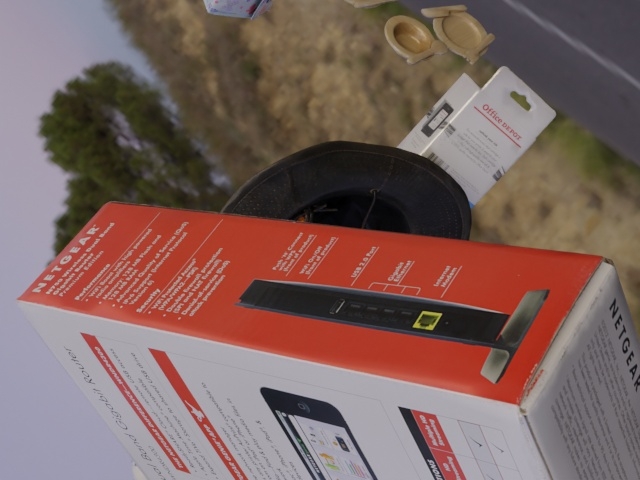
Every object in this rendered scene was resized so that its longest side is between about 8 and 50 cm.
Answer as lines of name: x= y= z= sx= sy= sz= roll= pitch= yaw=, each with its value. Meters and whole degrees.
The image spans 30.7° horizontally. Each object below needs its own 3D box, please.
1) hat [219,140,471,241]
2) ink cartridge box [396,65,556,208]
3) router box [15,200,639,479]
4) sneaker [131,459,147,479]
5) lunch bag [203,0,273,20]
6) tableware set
hat: x=0.000 y=0.000 z=1.342 sx=0.331 sy=0.331 sz=0.134 roll=36 pitch=-169 yaw=-37
ink cartridge box: x=0.177 y=-0.120 z=1.375 sx=0.104 sy=0.180 sz=0.060 roll=37 pitch=-167 yaw=-27
router box: x=0.039 y=0.138 z=0.607 sx=0.301 sy=0.082 sz=0.335 roll=8 pitch=138 yaw=40
sneaker: x=-0.060 y=0.297 z=1.176 sx=0.281 sy=0.162 sz=0.106 roll=9 pitch=173 yaw=-13
lunch bag: x=-0.074 y=-0.270 z=1.220 sx=0.083 sy=0.071 sz=0.053 roll=-1 pitch=-123 yaw=-38
tableware set: x=0.091 y=-0.235 z=1.155 sx=0.141 sy=0.020 sz=0.168 roll=-25 pitch=-108 yaw=-38
